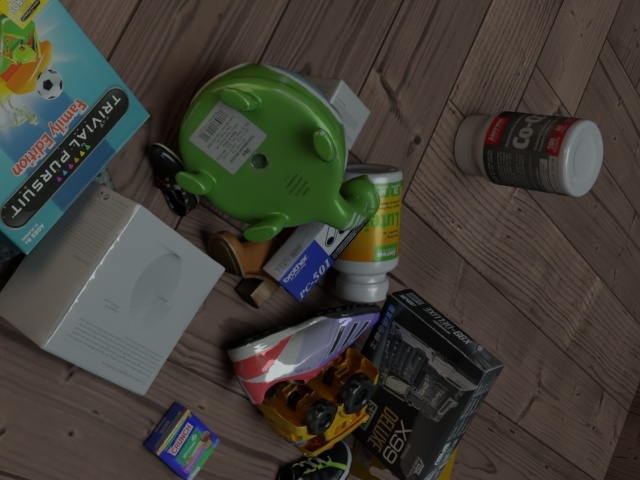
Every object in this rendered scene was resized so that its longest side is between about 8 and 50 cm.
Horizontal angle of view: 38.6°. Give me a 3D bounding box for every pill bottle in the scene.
[{"bbox_3d":[0.082,-0.015,1.715,0.136,0.136,0.246,-13,110,-45],"label":"pill bottle"},{"bbox_3d":[0.436,-0.190,1.943,0.161,0.283,0.161,-15,111,-44],"label":"pill bottle"}]

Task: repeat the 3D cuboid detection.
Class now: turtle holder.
[{"bbox_3d":[-0.050,-0.150,1.420,0.227,0.320,0.243,-76,177,-60],"label":"turtle holder"}]

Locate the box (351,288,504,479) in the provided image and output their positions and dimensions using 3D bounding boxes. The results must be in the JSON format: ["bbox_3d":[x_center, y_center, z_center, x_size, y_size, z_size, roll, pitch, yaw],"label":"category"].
[{"bbox_3d":[0.176,0.286,1.746,0.076,0.242,0.308,-8,131,-49],"label":"box"}]

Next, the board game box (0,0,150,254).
[{"bbox_3d":[-0.399,-0.186,1.118,0.254,0.079,0.336,-53,133,-19],"label":"board game box"}]

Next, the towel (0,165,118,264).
[{"bbox_3d":[-0.439,-0.129,1.194,0.312,0.056,0.324,-33,125,-34],"label":"towel"}]

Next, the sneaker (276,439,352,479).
[{"bbox_3d":[-0.026,0.462,1.765,0.235,0.084,0.097,-46,129,-29],"label":"sneaker"}]

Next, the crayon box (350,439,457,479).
[{"bbox_3d":[0.191,0.357,1.884,0.083,0.203,0.323,16,89,-48],"label":"crayon box"}]

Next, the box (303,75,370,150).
[{"bbox_3d":[0.011,-0.225,1.608,0.101,0.102,0.087,41,72,-44],"label":"box"}]

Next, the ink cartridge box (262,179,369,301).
[{"bbox_3d":[0.000,0.000,1.571,0.207,0.046,0.097,-49,146,-5],"label":"ink cartridge box"}]

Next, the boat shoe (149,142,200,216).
[{"bbox_3d":[-0.231,-0.093,1.419,0.042,0.048,0.133,-56,139,-32],"label":"boat shoe"}]

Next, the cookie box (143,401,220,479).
[{"bbox_3d":[-0.232,0.341,1.541,0.092,0.040,0.107,-54,133,-22],"label":"cookie box"}]

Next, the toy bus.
[{"bbox_3d":[-0.011,0.327,1.721,0.220,0.149,0.212,-29,136,-37],"label":"toy bus"}]

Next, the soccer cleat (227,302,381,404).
[{"bbox_3d":[-0.017,0.195,1.653,0.318,0.108,0.117,-16,89,-34],"label":"soccer cleat"}]

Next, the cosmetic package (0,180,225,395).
[{"bbox_3d":[-0.294,0.067,1.292,0.225,0.138,0.224,-58,144,-10],"label":"cosmetic package"}]

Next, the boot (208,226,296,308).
[{"bbox_3d":[-0.107,0.006,1.568,0.152,0.073,0.197,-53,145,-22],"label":"boot"}]
